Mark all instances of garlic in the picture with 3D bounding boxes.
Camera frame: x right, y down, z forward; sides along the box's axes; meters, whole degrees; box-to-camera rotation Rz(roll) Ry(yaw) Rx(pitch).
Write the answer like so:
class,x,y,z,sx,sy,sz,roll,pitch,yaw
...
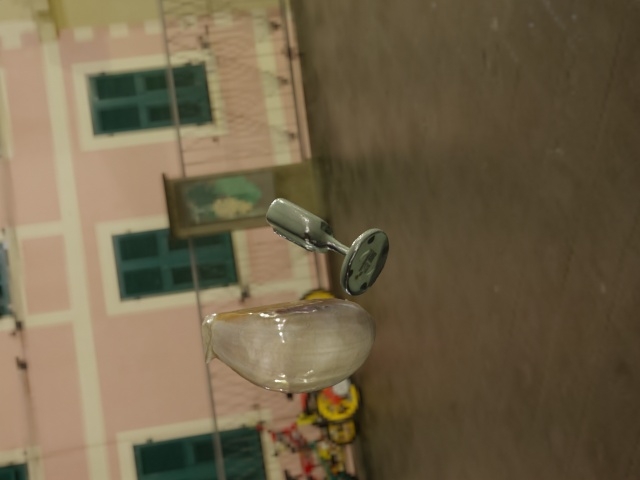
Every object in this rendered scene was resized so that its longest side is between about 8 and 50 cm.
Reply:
class,x,y,z,sx,sy,sz,roll,pitch,yaw
garlic,-0.011,0.091,1.109,0.129,0.198,0.090,21,117,49

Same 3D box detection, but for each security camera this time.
class,x,y,z,sx,sy,sz,roll,pitch,yaw
security camera,0.000,0.000,0.849,0.092,0.058,0.058,26,136,29
